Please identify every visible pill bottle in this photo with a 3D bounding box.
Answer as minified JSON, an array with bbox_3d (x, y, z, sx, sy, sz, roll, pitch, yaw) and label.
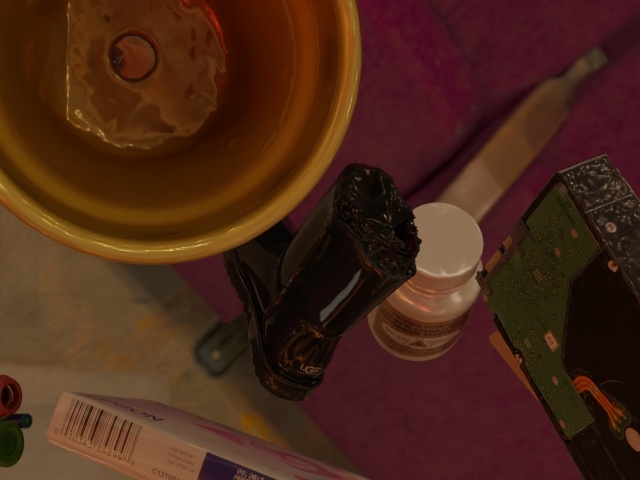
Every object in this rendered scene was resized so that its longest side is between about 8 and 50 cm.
[{"bbox_3d":[0.134,0.052,1.433,0.131,0.229,0.131,2,62,-3],"label":"pill bottle"}]

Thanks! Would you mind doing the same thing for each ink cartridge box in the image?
[{"bbox_3d":[-0.099,0.260,1.340,0.324,0.330,0.071,16,87,20],"label":"ink cartridge box"}]

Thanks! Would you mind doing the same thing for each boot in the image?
[{"bbox_3d":[0.000,0.000,1.080,0.094,0.207,0.246,17,38,-29],"label":"boot"}]

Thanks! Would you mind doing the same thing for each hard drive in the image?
[{"bbox_3d":[0.275,0.121,1.022,0.064,0.237,0.339,-21,70,-22],"label":"hard drive"}]

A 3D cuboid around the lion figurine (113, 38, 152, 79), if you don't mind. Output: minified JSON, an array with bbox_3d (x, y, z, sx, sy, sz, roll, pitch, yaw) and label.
[{"bbox_3d":[-0.137,-0.220,1.278,0.392,0.240,0.142,-8,57,-36],"label":"lion figurine"}]

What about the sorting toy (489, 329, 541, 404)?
[{"bbox_3d":[0.451,0.190,1.906,0.089,0.255,0.257,-31,78,-38],"label":"sorting toy"}]

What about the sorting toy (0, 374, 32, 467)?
[{"bbox_3d":[-0.357,0.201,1.272,0.061,0.042,0.102,19,68,-59],"label":"sorting toy"}]

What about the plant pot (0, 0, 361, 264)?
[{"bbox_3d":[-0.120,-0.125,0.775,0.254,0.239,0.254,-2,97,-12],"label":"plant pot"}]
